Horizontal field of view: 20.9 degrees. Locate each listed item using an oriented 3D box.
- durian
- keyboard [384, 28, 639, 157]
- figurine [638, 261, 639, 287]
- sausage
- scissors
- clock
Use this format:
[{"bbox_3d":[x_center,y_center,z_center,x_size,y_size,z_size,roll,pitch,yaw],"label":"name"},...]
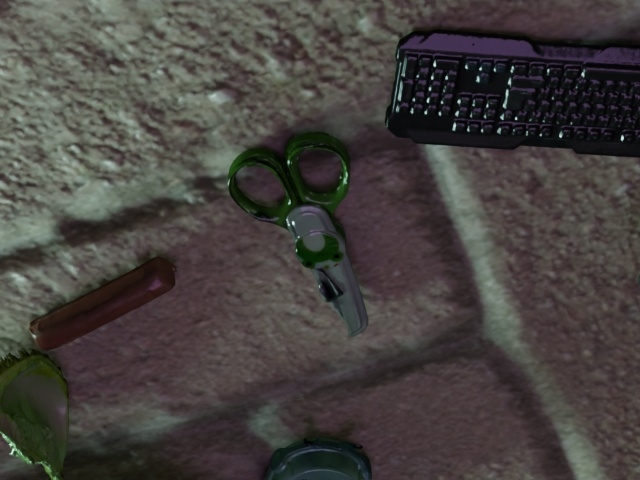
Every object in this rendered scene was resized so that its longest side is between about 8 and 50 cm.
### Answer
[{"bbox_3d":[-0.264,0.158,1.514,0.086,0.100,0.215,-16,151,8],"label":"durian"},{"bbox_3d":[0.185,-0.112,1.364,0.262,0.016,0.106,4,130,-6],"label":"keyboard"},{"bbox_3d":[0.417,0.123,1.477,0.207,0.166,0.387,-21,126,38],"label":"figurine"},{"bbox_3d":[-0.185,0.055,1.476,0.147,0.035,0.030,-27,103,19],"label":"sausage"},{"bbox_3d":[0.000,0.000,1.442,0.101,0.027,0.204,-15,127,14],"label":"scissors"},{"bbox_3d":[-0.002,0.225,1.620,0.101,0.041,0.135,6,129,-8],"label":"clock"}]
